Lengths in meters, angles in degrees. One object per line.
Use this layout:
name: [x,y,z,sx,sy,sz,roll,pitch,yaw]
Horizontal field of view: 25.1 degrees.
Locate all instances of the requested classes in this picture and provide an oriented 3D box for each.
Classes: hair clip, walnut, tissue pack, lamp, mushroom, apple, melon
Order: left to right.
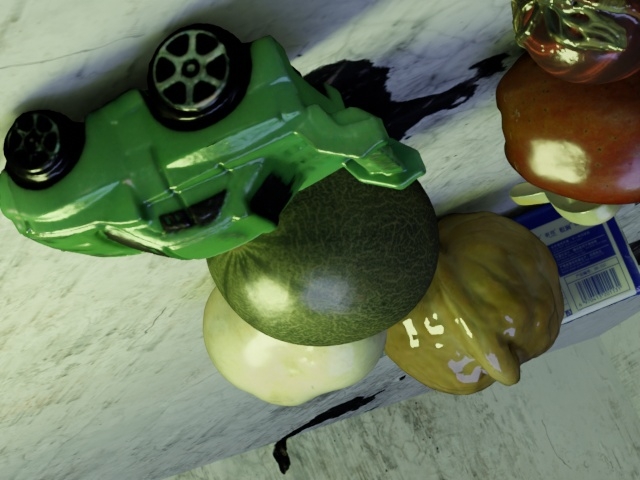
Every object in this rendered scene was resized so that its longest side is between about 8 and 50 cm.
mushroom: [-0.031,0.103,2.044,0.260,0.234,0.254,14,128,3]
melon: [0.000,0.000,1.610,0.237,0.237,0.302,-32,163,29]
walnut: [0.228,0.100,2.209,0.296,0.285,0.285,-33,165,2]
tissue pack: [0.380,0.047,2.391,0.270,0.209,0.137,-25,166,5]
hair clip: [0.304,-0.091,1.777,0.159,0.218,0.071,-35,130,14]
lamp: [0.269,-0.219,1.397,0.223,0.215,0.151,33,93,-36]
apple: [0.316,-0.147,1.620,0.234,0.234,0.234,-22,165,-6]

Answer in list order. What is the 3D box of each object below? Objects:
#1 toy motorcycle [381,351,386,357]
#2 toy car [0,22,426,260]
toy motorcycle: [0.101,0.112,2.445,0.296,0.109,0.198,-6,148,-44]
toy car: [-0.108,-0.071,1.310,0.359,0.176,0.213,-26,164,11]
